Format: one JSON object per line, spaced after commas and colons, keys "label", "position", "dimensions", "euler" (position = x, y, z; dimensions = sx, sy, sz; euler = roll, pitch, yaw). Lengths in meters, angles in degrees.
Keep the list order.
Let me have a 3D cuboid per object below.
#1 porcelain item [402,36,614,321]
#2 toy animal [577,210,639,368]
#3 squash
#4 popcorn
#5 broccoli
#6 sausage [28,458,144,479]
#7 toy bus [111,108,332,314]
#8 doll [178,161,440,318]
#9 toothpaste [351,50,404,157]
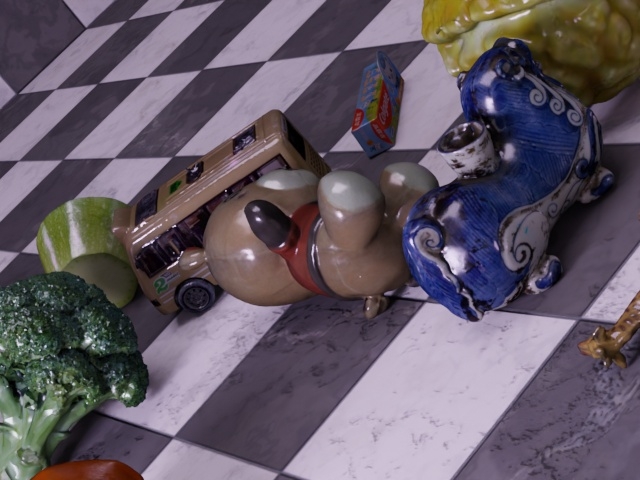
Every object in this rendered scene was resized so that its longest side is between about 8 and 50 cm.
{"label": "porcelain item", "position": [0.183, -0.064, 1.555], "dimensions": [0.138, 0.186, 0.288], "euler": [-2, 44, 53]}
{"label": "toy animal", "position": [0.324, 0.006, 1.382], "dimensions": [0.149, 0.054, 0.275], "euler": [-21, 29, 42]}
{"label": "squash", "position": [-0.326, 0.027, 2.199], "dimensions": [0.170, 0.170, 0.123], "euler": [-34, 37, 12]}
{"label": "popcorn", "position": [0.253, -0.266, 1.734], "dimensions": [0.282, 0.282, 0.247], "euler": [-14, 46, 46]}
{"label": "broccoli", "position": [-0.339, 0.172, 1.887], "dimensions": [0.270, 0.270, 0.270], "euler": [6, 82, 59]}
{"label": "sausage", "position": [-0.234, 0.320, 1.500], "dimensions": [0.141, 0.153, 0.268], "euler": [-5, 23, -4]}
{"label": "toy bus", "position": [-0.130, -0.037, 2.005], "dimensions": [0.289, 0.157, 0.139], "euler": [-33, 23, 13]}
{"label": "doll", "position": [0.000, 0.000, 1.750], "dimensions": [0.235, 0.174, 0.330], "euler": [-17, 10, -36]}
{"label": "toothpaste", "position": [0.075, -0.195, 2.105], "dimensions": [0.044, 0.070, 0.193], "euler": [-27, 25, 22]}
